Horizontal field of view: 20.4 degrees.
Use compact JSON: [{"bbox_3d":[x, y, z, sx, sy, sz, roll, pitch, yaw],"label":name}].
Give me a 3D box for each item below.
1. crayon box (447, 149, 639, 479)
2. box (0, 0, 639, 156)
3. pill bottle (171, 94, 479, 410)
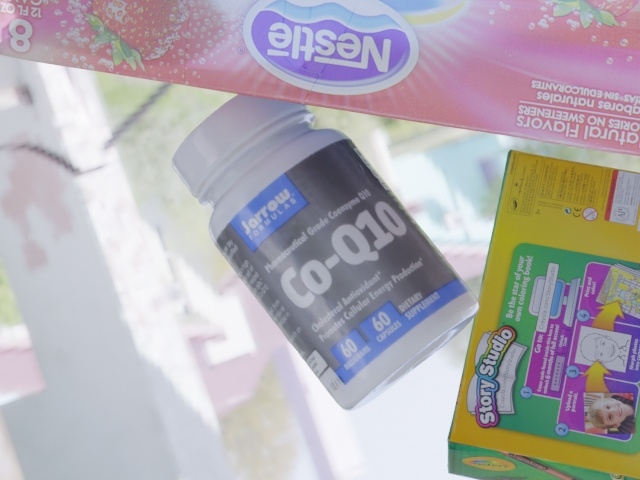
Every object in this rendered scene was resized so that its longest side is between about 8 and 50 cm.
[{"bbox_3d":[0.212,0.072,1.495,0.165,0.278,0.081,11,156,9],"label":"crayon box"},{"bbox_3d":[0.025,-0.137,0.770,0.300,0.142,0.154,9,-163,10],"label":"box"},{"bbox_3d":[0.000,0.000,0.788,0.078,0.137,0.078,-37,171,-7],"label":"pill bottle"}]
